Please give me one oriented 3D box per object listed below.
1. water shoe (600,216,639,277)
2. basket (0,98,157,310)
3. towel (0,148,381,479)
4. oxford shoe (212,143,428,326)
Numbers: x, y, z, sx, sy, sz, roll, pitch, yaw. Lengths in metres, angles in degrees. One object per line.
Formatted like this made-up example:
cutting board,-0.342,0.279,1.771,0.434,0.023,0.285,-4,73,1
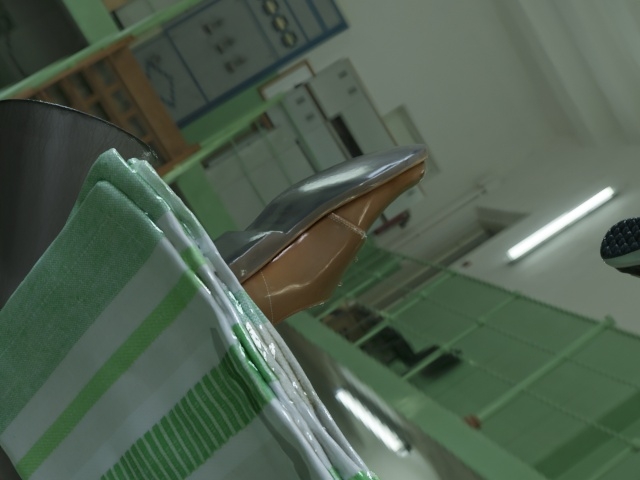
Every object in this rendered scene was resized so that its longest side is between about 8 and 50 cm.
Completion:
water shoe,0.389,0.008,1.052,0.080,0.072,0.203,28,-9,-20
basket,-0.300,-0.016,1.114,0.154,0.226,0.204,-7,-23,43
towel,-0.076,0.144,0.545,0.324,0.038,0.248,53,-54,14
oxford shoe,0.000,0.000,0.697,0.076,0.212,0.076,8,-50,59
